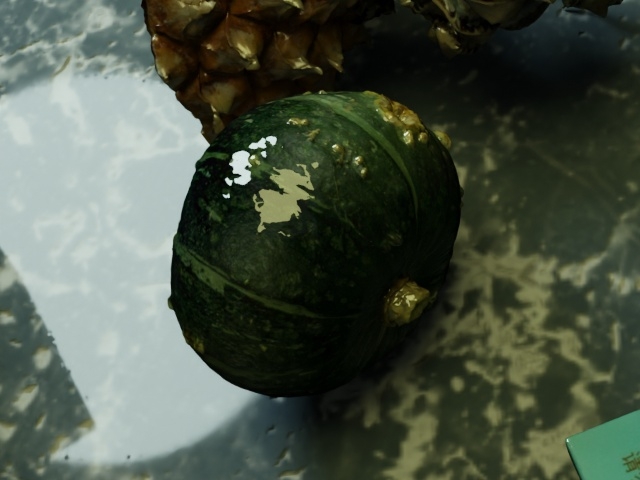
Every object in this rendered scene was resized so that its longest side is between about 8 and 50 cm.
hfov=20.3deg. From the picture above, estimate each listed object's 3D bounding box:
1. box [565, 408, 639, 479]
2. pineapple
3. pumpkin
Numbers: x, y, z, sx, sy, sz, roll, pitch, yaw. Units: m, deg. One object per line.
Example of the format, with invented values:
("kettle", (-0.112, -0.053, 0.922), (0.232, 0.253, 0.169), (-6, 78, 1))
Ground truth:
("box", (0.264, 0.133, 0.941), (0.229, 0.041, 0.162), (-22, 54, 3))
("pineapple", (0.057, -0.177, 1.081), (0.272, 0.262, 0.262), (3, 59, 18))
("pumpkin", (-0.001, 0.000, 1.024), (0.146, 0.190, 0.190), (18, 65, 12))
